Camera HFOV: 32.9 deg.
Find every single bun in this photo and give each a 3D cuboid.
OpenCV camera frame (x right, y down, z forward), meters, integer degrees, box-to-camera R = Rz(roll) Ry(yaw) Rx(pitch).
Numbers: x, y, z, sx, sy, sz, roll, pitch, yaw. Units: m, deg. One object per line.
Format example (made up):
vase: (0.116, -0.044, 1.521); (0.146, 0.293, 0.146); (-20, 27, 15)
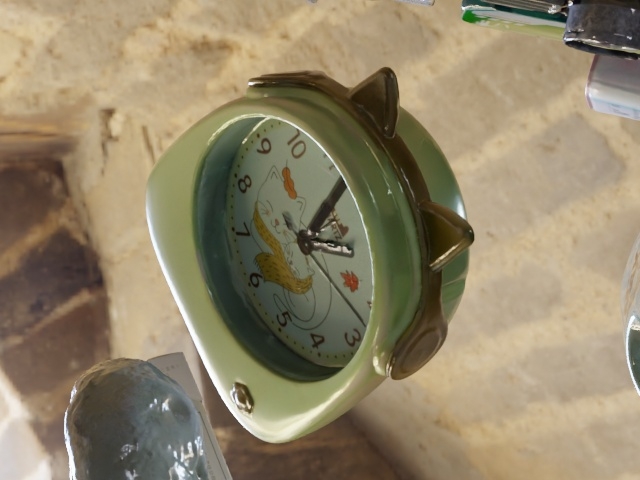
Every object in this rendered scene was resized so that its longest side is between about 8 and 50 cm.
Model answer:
bun: (-0.062, 0.078, 0.380); (0.045, 0.083, 0.083); (-7, -23, -4)

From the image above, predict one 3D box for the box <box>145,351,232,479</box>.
box: (-0.108, 0.169, 0.793); (0.040, 0.154, 0.084); (-7, -23, -43)

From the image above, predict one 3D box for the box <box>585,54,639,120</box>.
box: (0.435, -0.160, 0.932); (0.370, 0.190, 0.112); (19, 2, 18)

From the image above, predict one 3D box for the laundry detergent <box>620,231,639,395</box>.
laundry detergent: (0.307, 0.043, 0.851); (0.125, 0.263, 0.398); (14, -8, 6)

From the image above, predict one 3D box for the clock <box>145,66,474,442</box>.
clock: (0.000, 0.000, 0.923); (0.117, 0.286, 0.348); (-17, -12, -41)

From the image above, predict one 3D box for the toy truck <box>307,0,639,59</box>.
toy truck: (0.110, -0.130, 0.451); (0.254, 0.114, 0.124); (11, 3, 3)
